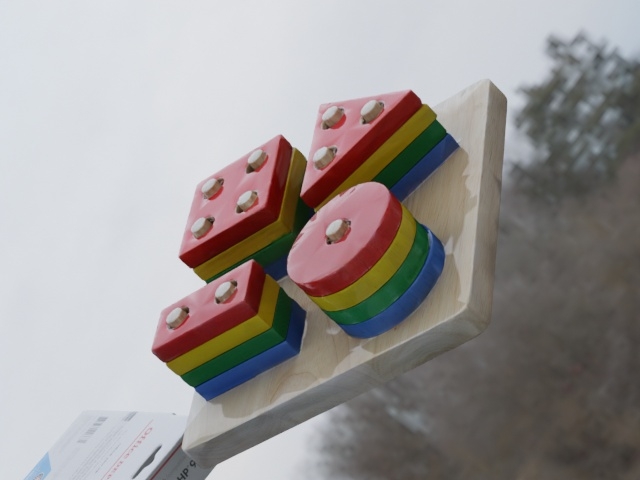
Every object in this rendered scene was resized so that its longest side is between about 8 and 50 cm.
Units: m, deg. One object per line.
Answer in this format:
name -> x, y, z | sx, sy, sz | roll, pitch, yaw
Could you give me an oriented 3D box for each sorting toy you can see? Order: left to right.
sorting toy -> 0.000, 0.000, 1.258 | 0.255, 0.089, 0.257 | -29, 30, 29

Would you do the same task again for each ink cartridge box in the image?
ink cartridge box -> -0.156, 0.190, 1.376 | 0.180, 0.060, 0.104 | -5, 39, 54
